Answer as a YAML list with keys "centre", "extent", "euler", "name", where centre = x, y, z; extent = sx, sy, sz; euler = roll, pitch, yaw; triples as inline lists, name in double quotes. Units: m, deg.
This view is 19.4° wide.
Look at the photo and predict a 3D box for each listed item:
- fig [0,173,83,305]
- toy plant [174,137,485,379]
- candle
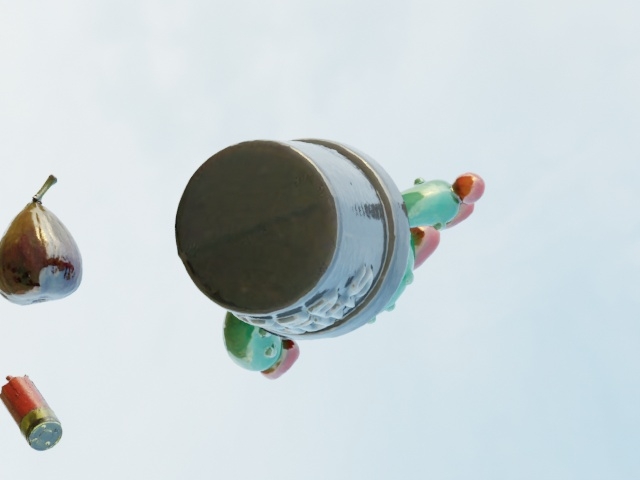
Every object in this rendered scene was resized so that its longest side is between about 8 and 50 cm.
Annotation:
- centre: [-0.275, -0.002, 1.802]
  extent: [0.089, 0.089, 0.125]
  euler: [-21, -109, 50]
  name: "fig"
- centre: [-0.008, 0.011, 1.724]
  extent: [0.185, 0.400, 0.279]
  euler: [32, -85, 16]
  name: "toy plant"
- centre: [-0.378, 0.214, 2.411]
  extent: [0.130, 0.052, 0.052]
  euler: [46, -60, 45]
  name: "candle"
